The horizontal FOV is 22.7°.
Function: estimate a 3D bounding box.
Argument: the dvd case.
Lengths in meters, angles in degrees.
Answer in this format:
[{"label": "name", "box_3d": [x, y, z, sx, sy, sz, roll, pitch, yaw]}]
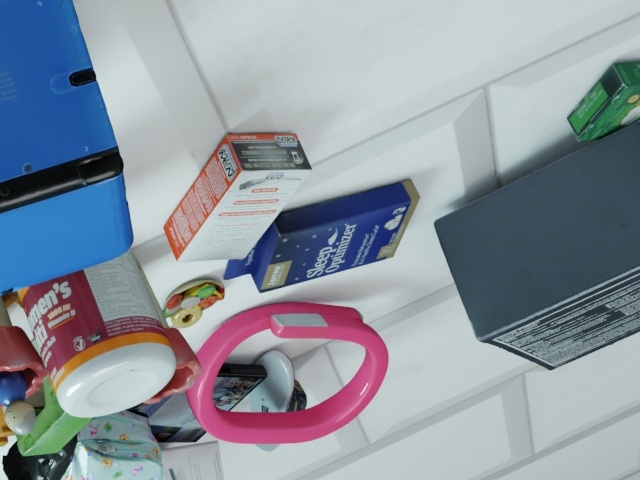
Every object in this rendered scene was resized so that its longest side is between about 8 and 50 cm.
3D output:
[{"label": "dvd case", "box_3d": [-0.215, 0.215, 2.119, 0.253, 0.022, 0.180, 8, 139, -44]}]

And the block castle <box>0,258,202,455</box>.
[{"label": "block castle", "box_3d": [-0.374, 0.217, 1.771, 0.303, 0.213, 0.453, 5, 141, -47]}]

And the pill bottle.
[{"label": "pill bottle", "box_3d": [-0.234, 0.053, 1.574, 0.121, 0.221, 0.121, -21, 155, -10]}]

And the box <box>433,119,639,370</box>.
[{"label": "box", "box_3d": [0.348, 0.015, 2.047, 0.296, 0.183, 0.294, -26, 159, 18]}]

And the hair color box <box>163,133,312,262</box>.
[{"label": "hair color box", "box_3d": [-0.091, -0.045, 1.718, 0.093, 0.053, 0.167, -3, 148, -37]}]

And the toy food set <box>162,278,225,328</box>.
[{"label": "toy food set", "box_3d": [-0.154, 0.074, 1.924, 0.083, 0.020, 0.082, -30, 154, 10]}]

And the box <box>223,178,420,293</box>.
[{"label": "box", "box_3d": [0.000, 0.000, 1.909, 0.225, 0.036, 0.136, -14, 152, -21]}]

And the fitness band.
[{"label": "fitness band", "box_3d": [-0.042, 0.178, 2.106, 0.291, 0.054, 0.209, 6, 122, -37]}]

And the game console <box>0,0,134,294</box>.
[{"label": "game console", "box_3d": [-0.321, -0.060, 1.321, 0.293, 0.250, 0.173, -18, -173, -11]}]

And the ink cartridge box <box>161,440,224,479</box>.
[{"label": "ink cartridge box", "box_3d": [-0.263, 0.342, 2.201, 0.218, 0.092, 0.158, -2, 168, -37]}]

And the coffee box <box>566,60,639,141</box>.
[{"label": "coffee box", "box_3d": [0.400, -0.173, 1.938, 0.184, 0.040, 0.113, -8, 152, -32]}]

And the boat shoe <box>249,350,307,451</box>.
[{"label": "boat shoe", "box_3d": [-0.057, 0.206, 2.231, 0.083, 0.065, 0.183, -47, 156, -44]}]

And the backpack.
[{"label": "backpack", "box_3d": [-0.290, 0.274, 2.019, 0.182, 0.115, 0.152, 10, 135, -40]}]
